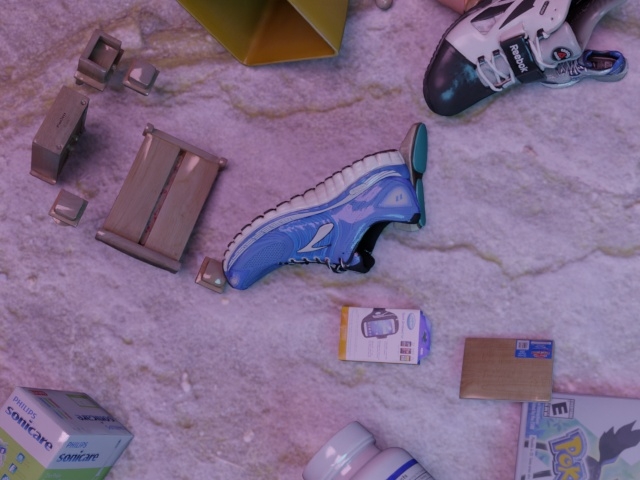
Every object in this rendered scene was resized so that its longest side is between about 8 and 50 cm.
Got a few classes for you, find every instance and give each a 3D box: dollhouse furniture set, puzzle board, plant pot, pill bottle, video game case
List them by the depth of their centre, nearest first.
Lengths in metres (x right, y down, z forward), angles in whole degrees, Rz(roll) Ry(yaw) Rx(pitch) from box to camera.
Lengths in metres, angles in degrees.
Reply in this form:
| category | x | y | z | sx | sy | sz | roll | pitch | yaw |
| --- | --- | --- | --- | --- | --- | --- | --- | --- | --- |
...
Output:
| category | x | y | z | sx | sy | sz | roll | pitch | yaw |
| --- | --- | --- | --- | --- | --- | --- | --- | --- | --- |
| video game case | 0.397 | 0.363 | 1.351 | 0.300 | 0.036 | 0.329 | 2 | 63 | 20 |
| pill bottle | 0.106 | 0.381 | 1.425 | 0.272 | 0.152 | 0.152 | 42 | 93 | 19 |
| puzzle board | 0.264 | 0.183 | 1.473 | 0.128 | 0.011 | 0.096 | 0 | 56 | 19 |
| plant pot | -0.073 | -0.409 | 1.579 | 0.212 | 0.212 | 0.187 | 3 | 63 | 43 |
| dollhouse furniture set | -0.272 | -0.113 | 1.685 | 0.355 | 0.174 | 0.303 | 26 | 73 | -10 |

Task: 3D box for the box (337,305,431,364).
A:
| category | x | y | z | sx | sy | sz | roll | pitch | yaw |
| --- | --- | --- | --- | --- | --- | --- | --- | --- | --- |
| box | 0.096 | 0.141 | 1.539 | 0.136 | 0.028 | 0.081 | 2 | 80 | 14 |

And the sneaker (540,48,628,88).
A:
| category | x | y | z | sx | sy | sz | roll | pitch | yaw |
| --- | --- | --- | --- | --- | --- | --- | --- | --- | --- |
| sneaker | 0.377 | -0.258 | 1.519 | 0.135 | 0.058 | 0.052 | -6 | 78 | 15 |

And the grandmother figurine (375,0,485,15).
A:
| category | x | y | z | sx | sy | sz | roll | pitch | yaw |
| --- | --- | --- | --- | --- | --- | --- | --- | --- | --- |
| grandmother figurine | 0.130 | -0.456 | 1.603 | 0.342 | 0.104 | 0.208 | 40 | 110 | 22 |

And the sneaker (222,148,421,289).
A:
| category | x | y | z | sx | sy | sz | roll | pitch | yaw |
| --- | --- | --- | --- | --- | --- | --- | --- | --- | --- |
| sneaker | 0.000 | 0.000 | 1.534 | 0.330 | 0.130 | 0.147 | -29 | 86 | 22 |

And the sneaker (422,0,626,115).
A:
| category | x | y | z | sx | sy | sz | roll | pitch | yaw |
| --- | --- | --- | --- | --- | --- | --- | --- | --- | --- |
| sneaker | 0.293 | -0.287 | 1.489 | 0.330 | 0.122 | 0.146 | -42 | 41 | 8 |

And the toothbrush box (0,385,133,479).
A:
| category | x | y | z | sx | sy | sz | roll | pitch | yaw |
| --- | --- | --- | --- | --- | --- | --- | --- | --- | --- |
| toothbrush box | -0.440 | 0.368 | 1.551 | 0.122 | 0.206 | 0.283 | 37 | 92 | 19 |

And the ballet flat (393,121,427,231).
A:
| category | x | y | z | sx | sy | sz | roll | pitch | yaw |
| --- | --- | --- | --- | --- | --- | --- | --- | --- | --- |
| ballet flat | 0.129 | -0.097 | 1.561 | 0.052 | 0.057 | 0.168 | -2 | 79 | 25 |
